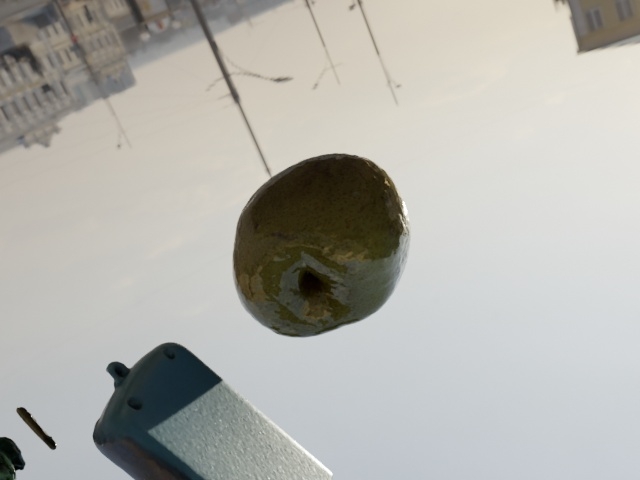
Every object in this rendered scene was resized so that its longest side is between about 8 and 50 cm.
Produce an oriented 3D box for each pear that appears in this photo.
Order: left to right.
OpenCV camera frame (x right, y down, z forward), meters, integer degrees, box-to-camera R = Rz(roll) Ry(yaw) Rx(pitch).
[{"bbox_3d":[0.000,0.000,0.959,0.228,0.188,0.211,-23,-151,21],"label":"pear"}]

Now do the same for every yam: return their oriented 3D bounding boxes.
[{"bbox_3d":[-0.411,0.271,1.139,0.014,0.014,0.107,-34,-134,-31],"label":"yam"}]

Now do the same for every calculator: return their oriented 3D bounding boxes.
[{"bbox_3d":[-0.090,0.213,0.749,0.051,0.293,0.173,-45,-172,22],"label":"calculator"}]

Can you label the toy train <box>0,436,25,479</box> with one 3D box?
[{"bbox_3d":[-0.229,0.144,0.428,0.099,0.149,0.081,-41,-168,25],"label":"toy train"}]
